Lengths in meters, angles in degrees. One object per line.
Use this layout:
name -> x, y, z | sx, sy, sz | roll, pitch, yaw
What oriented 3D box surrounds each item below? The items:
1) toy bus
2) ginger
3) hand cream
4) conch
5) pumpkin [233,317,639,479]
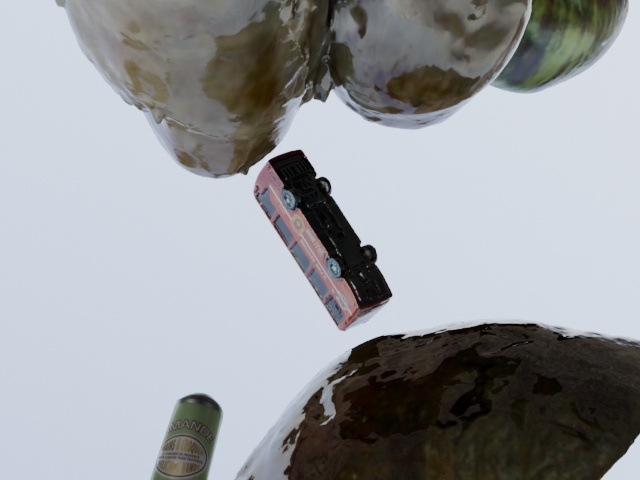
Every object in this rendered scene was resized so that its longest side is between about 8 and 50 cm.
toy bus -> 0.000, 0.000, 1.185 | 0.031, 0.043, 0.110 | -21, -109, -36
ginger -> 0.006, -0.157, 1.089 | 0.304, 0.244, 0.155 | -10, -156, -24
hand cream -> -0.156, 0.271, 2.176 | 0.086, 0.055, 0.235 | 4, -120, 20
conch -> 0.117, -0.163, 1.472 | 0.187, 0.181, 0.124 | 42, -132, -24
pumpkin -> 0.061, 0.109, 1.043 | 0.148, 0.169, 0.312 | 43, -121, 4
